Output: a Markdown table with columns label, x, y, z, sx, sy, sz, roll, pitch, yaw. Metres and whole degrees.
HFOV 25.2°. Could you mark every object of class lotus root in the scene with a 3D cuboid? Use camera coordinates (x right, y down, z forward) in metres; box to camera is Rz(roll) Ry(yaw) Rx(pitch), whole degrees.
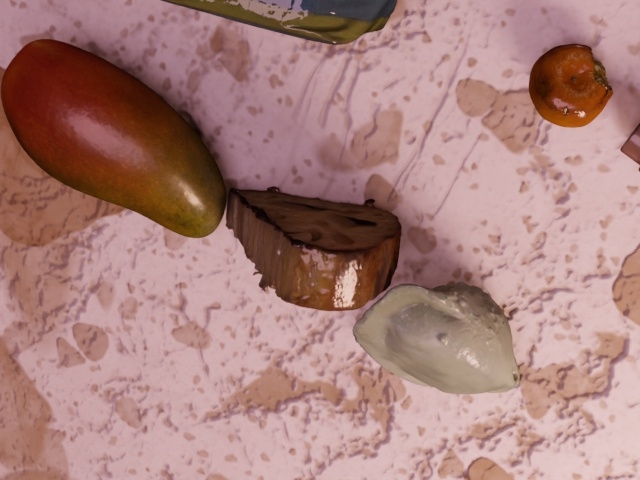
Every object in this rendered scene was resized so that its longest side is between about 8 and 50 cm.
| label | x | y | z | sx | sy | sz | roll | pitch | yaw |
| --- | --- | --- | --- | --- | --- | --- | --- | --- | --- |
| lotus root | 0.000 | 0.000 | 1.508 | 0.170 | 0.260 | 0.074 | -1 | 107 | -12 |

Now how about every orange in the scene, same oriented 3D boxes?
| label | x | y | z | sx | sy | sz | roll | pitch | yaw |
| --- | --- | --- | --- | --- | --- | --- | --- | --- | --- |
| orange | 0.247 | -0.151 | 1.429 | 0.086 | 0.062 | 0.086 | 1 | 72 | -3 |

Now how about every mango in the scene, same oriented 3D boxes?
| label | x | y | z | sx | sy | sz | roll | pitch | yaw |
| --- | --- | --- | --- | --- | --- | --- | --- | --- | --- |
| mango | -0.227 | -0.114 | 1.582 | 0.289 | 0.129 | 0.146 | 28 | 111 | 2 |

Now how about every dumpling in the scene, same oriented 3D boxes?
| label | x | y | z | sx | sy | sz | roll | pitch | yaw |
| --- | --- | --- | --- | --- | --- | --- | --- | --- | --- |
| dumpling | 0.133 | 0.098 | 1.521 | 0.152 | 0.108 | 0.219 | 12 | 151 | 43 |

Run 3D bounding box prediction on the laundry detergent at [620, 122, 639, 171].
| label | x | y | z | sx | sy | sz | roll | pitch | yaw |
| --- | --- | --- | --- | --- | --- | --- | --- | --- | --- |
| laundry detergent | 0.424 | -0.067 | 1.388 | 0.237 | 0.076 | 0.171 | 37 | 114 | 8 |

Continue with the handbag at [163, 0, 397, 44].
| label | x | y | z | sx | sy | sz | roll | pitch | yaw |
| --- | --- | --- | --- | --- | --- | --- | --- | --- | --- |
| handbag | -0.034 | -0.333 | 1.390 | 0.263 | 0.222 | 0.241 | 16 | 106 | 17 |
